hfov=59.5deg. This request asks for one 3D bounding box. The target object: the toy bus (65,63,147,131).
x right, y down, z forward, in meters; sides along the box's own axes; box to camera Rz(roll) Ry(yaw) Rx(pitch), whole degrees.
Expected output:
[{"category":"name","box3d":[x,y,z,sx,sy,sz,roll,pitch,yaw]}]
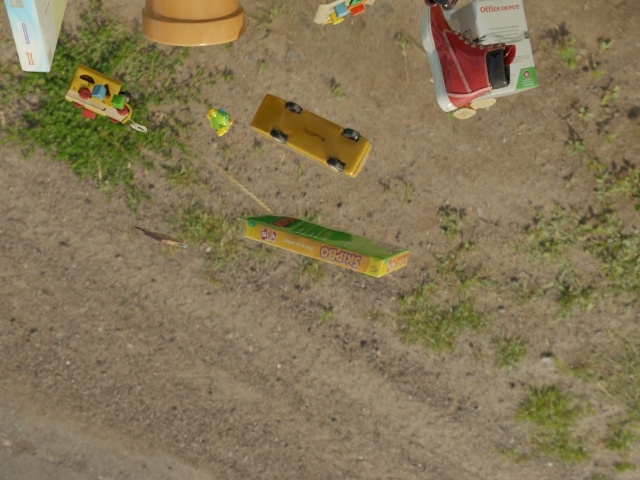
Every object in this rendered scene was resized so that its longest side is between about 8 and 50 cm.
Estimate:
[{"category":"toy bus","box3d":[-0.580,-0.395,1.514,0.191,0.104,0.202,11,167,13]}]

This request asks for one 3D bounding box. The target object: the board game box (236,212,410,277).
[{"category":"board game box","box3d":[0.000,0.000,0.890,0.259,0.124,0.039,19,104,24]}]

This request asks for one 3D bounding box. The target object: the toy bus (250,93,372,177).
[{"category":"toy bus","box3d":[-0.024,-0.278,1.510,0.333,0.130,0.108,28,90,16]}]

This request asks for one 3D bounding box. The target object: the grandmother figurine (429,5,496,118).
[{"category":"grandmother figurine","box3d":[0.403,-0.534,1.643,0.208,0.342,0.104,-20,162,38]}]

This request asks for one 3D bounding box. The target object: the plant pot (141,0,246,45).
[{"category":"plant pot","box3d":[-0.352,-0.679,1.536,0.291,0.291,0.203,5,126,4]}]

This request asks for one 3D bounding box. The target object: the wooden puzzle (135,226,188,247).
[{"category":"wooden puzzle","box3d":[-0.226,-0.003,0.808,0.083,0.049,0.006,21,92,33]}]

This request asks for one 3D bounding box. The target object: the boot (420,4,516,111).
[{"category":"boot","box3d":[0.315,-0.418,1.184,0.176,0.088,0.244,-19,80,36]}]

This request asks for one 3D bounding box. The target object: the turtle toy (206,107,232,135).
[{"category":"turtle toy","box3d":[-0.358,-0.429,2.001,0.095,0.066,0.130,59,158,-11]}]

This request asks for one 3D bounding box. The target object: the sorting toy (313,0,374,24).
[{"category":"sorting toy","box3d":[0.084,-0.703,1.690,0.196,0.348,0.047,-21,98,-4]}]

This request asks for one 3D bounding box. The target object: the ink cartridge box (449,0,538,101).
[{"category":"ink cartridge box","box3d":[0.395,-0.435,1.274,0.153,0.087,0.208,-15,96,-25]}]

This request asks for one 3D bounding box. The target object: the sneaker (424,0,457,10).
[{"category":"sneaker","box3d":[0.271,-0.498,0.997,0.106,0.162,0.281,30,169,-11]}]

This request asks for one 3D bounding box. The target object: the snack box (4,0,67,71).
[{"category":"snack box","box3d":[-0.614,-0.545,1.222,0.060,0.322,0.187,1,142,-14]}]
